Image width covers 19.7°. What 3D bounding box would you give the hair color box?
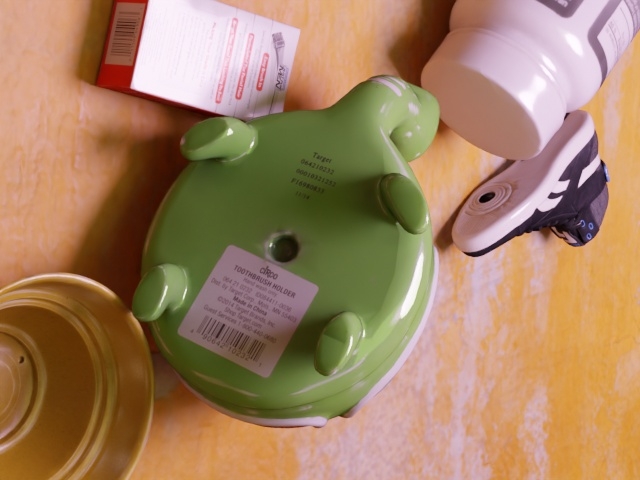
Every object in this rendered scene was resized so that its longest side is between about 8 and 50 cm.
[{"bbox_3d":[-0.101,-0.155,1.552,0.167,0.053,0.093,13,88,-42],"label":"hair color box"}]

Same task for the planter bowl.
[{"bbox_3d":[-0.242,0.126,1.449,0.217,0.090,0.217,-9,103,-41],"label":"planter bowl"}]

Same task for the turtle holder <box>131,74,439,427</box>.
[{"bbox_3d":[-0.019,0.006,1.559,0.227,0.243,0.320,68,20,-66],"label":"turtle holder"}]

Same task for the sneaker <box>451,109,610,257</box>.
[{"bbox_3d":[0.227,-0.024,1.860,0.217,0.079,0.121,-45,123,-29],"label":"sneaker"}]

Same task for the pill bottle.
[{"bbox_3d":[0.225,-0.225,1.765,0.283,0.161,0.161,-53,129,-21],"label":"pill bottle"}]
